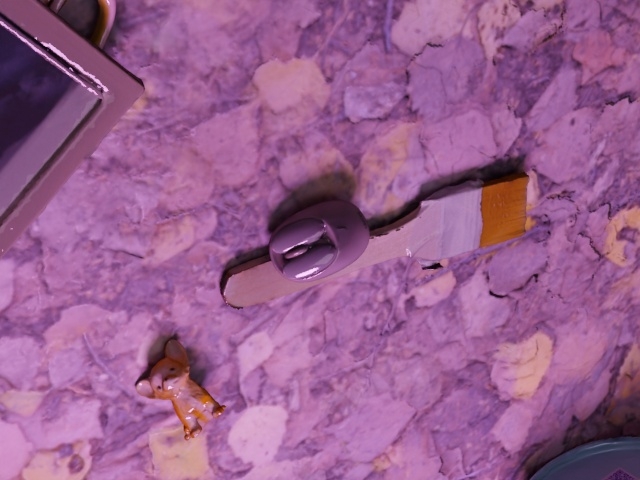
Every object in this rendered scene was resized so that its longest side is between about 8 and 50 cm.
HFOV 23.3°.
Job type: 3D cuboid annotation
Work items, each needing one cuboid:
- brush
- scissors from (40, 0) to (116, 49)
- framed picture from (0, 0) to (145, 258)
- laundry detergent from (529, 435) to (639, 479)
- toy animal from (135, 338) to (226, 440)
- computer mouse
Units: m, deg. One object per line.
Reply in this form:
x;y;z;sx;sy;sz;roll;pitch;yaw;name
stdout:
0.056;0.003;1.485;0.336;0.020;0.085;-15;123;-25;brush
-0.261;-0.102;1.218;0.160;0.024;0.317;23;102;-39;scissors
-0.380;-0.036;1.155;0.446;0.028;0.326;-49;129;4;framed picture
0.363;0.426;1.742;0.287;0.287;0.305;-21;124;-22;laundry detergent
-0.128;0.137;1.428;0.060;0.081;0.083;-41;94;3;toy animal
0.001;-0.001;1.418;0.096;0.039;0.066;-24;90;-21;computer mouse
